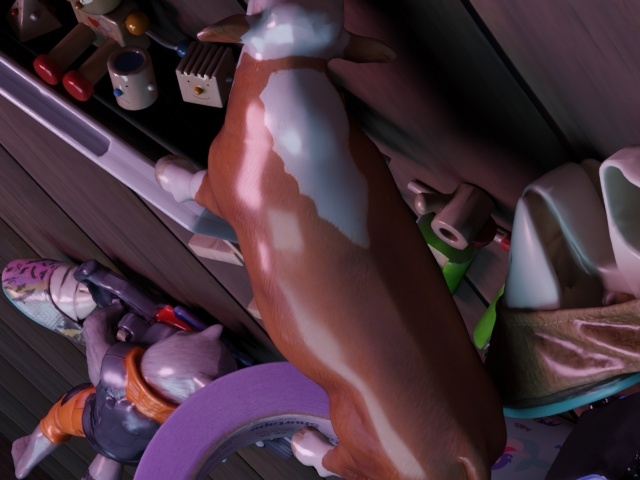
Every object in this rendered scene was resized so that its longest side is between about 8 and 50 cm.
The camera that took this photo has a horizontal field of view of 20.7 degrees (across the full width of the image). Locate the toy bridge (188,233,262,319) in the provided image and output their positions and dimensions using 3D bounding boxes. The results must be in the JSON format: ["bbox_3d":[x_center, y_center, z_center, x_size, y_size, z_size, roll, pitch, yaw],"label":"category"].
[{"bbox_3d":[-0.075,0.002,1.373,0.063,0.026,0.188,13,150,47],"label":"toy bridge"}]

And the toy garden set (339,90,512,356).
[{"bbox_3d":[0.041,-0.007,1.097,0.244,0.049,0.204,35,162,6],"label":"toy garden set"}]

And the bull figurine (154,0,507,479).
[{"bbox_3d":[0.000,0.000,0.942,0.310,0.101,0.188,68,160,-3],"label":"bull figurine"}]

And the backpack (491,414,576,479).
[{"bbox_3d":[0.114,0.237,1.245,0.225,0.253,0.191,22,137,42],"label":"backpack"}]

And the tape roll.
[{"bbox_3d":[-0.024,0.245,1.476,0.275,0.275,0.090,34,163,8],"label":"tape roll"}]

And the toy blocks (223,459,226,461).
[{"bbox_3d":[-0.168,0.203,2.000,0.148,0.054,0.123,37,161,-2],"label":"toy blocks"}]

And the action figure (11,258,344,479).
[{"bbox_3d":[-0.136,0.195,1.683,0.341,0.178,0.330,32,141,1],"label":"action figure"}]

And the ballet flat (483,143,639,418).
[{"bbox_3d":[0.162,0.014,0.859,0.124,0.116,0.342,60,158,-6],"label":"ballet flat"}]

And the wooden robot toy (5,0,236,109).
[{"bbox_3d":[-0.135,-0.136,1.084,0.173,0.076,0.079,28,149,26],"label":"wooden robot toy"}]

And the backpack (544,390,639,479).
[{"bbox_3d":[0.234,0.178,1.093,0.173,0.117,0.158,35,163,-3],"label":"backpack"}]

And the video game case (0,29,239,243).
[{"bbox_3d":[-0.171,-0.089,1.208,0.285,0.025,0.204,36,-177,9],"label":"video game case"}]

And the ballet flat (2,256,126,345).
[{"bbox_3d":[-0.215,0.077,1.767,0.221,0.077,0.079,37,144,-15],"label":"ballet flat"}]
